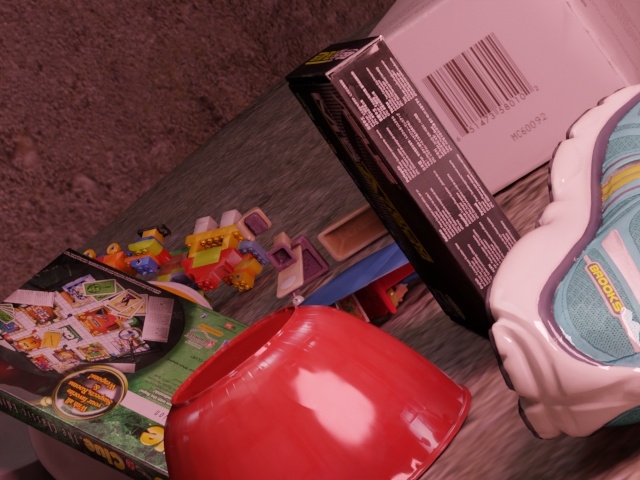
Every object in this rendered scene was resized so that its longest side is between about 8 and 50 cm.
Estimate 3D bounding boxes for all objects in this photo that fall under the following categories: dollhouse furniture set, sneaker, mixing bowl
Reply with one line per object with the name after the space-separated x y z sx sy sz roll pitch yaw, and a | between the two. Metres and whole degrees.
0.000 0.000 1.634 0.114 0.091 0.081 -32 25 16 | dollhouse furniture set
0.165 0.006 0.908 0.110 0.107 0.275 -11 25 25 | sneaker
-0.018 0.099 1.062 0.181 0.098 0.181 -36 8 6 | mixing bowl

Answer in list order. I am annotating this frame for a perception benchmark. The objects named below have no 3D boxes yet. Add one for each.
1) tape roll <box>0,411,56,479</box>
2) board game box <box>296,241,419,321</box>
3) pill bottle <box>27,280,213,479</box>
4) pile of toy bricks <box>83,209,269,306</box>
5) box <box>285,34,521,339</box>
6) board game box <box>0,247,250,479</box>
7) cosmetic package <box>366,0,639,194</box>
-0.296 0.192 1.455 0.219 0.072 0.219 -5 10 1 | tape roll
0.057 0.025 1.387 0.169 0.033 0.133 -29 6 21 | board game box
-0.137 0.103 1.465 0.117 0.117 0.215 -35 9 17 | pill bottle
-0.148 0.057 1.902 0.212 0.118 0.105 -14 48 30 | pile of toy bricks
0.057 -0.029 1.129 0.045 0.190 0.184 -35 9 -2 | box
-0.126 0.089 1.308 0.260 0.030 0.136 21 48 37 | board game box
0.163 -0.177 1.617 0.197 0.155 0.365 -33 9 24 | cosmetic package
